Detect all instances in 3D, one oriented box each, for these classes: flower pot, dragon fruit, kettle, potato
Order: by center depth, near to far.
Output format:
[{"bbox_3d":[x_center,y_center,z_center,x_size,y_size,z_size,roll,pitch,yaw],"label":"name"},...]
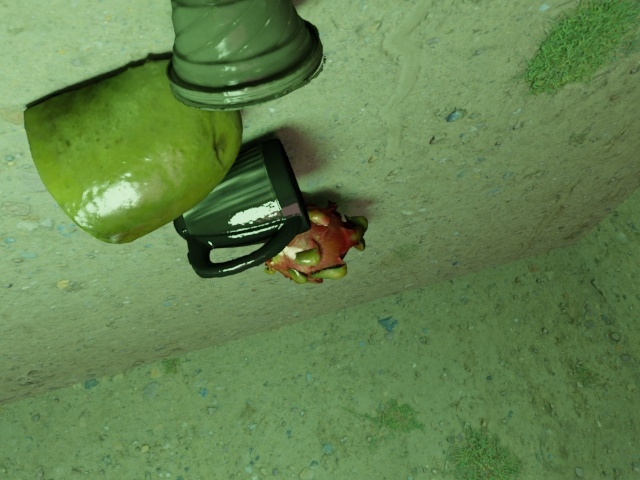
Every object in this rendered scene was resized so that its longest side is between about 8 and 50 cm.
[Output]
[{"bbox_3d":[-0.114,-0.292,0.767,0.236,0.235,0.140,-16,134,-7],"label":"flower pot"},{"bbox_3d":[-0.260,-0.140,0.955,0.280,0.212,0.330,-27,157,18],"label":"potato"},{"bbox_3d":[-0.170,-0.054,1.169,0.271,0.250,0.207,-18,173,3],"label":"kettle"},{"bbox_3d":[-0.016,-0.008,1.459,0.307,0.243,0.227,-50,164,-55],"label":"dragon fruit"}]
